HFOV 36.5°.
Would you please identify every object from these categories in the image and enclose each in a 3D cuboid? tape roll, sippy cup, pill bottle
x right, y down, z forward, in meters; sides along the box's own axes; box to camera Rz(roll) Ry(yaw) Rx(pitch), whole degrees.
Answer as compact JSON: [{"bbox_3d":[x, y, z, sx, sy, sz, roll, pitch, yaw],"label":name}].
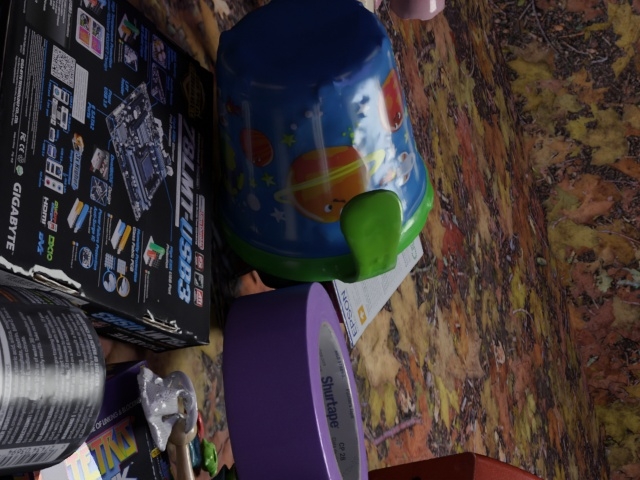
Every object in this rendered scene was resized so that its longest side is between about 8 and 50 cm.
[{"bbox_3d":[-0.020,0.186,1.034,0.275,0.090,0.274,-12,90,-81],"label":"tape roll"},{"bbox_3d":[-0.007,-0.116,0.986,0.240,0.305,0.224,-47,146,-33],"label":"sippy cup"},{"bbox_3d":[-0.254,0.084,0.586,0.246,0.130,0.130,16,67,-63],"label":"pill bottle"}]

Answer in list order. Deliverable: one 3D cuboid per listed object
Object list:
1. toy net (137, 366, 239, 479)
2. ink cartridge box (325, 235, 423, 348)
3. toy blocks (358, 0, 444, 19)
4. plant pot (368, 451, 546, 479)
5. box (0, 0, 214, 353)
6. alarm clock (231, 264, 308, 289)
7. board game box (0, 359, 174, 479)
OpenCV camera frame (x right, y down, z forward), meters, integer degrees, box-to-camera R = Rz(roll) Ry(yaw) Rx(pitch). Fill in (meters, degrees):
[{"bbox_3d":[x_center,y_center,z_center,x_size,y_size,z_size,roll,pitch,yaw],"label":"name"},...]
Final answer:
[{"bbox_3d":[-0.111,0.177,0.889,0.122,0.045,0.232,-98,175,-46],"label":"toy net"},{"bbox_3d":[0.030,-0.063,1.341,0.330,0.071,0.324,-43,120,-58],"label":"ink cartridge box"},{"bbox_3d":[0.037,-0.370,1.277,0.260,0.309,0.288,84,22,-45],"label":"toy blocks"},{"bbox_3d":[0.180,0.429,1.291,0.236,0.267,0.267,48,38,-32],"label":"plant pot"},{"bbox_3d":[-0.196,-0.075,0.841,0.293,0.073,0.295,35,50,-59],"label":"box"},{"bbox_3d":[0.000,0.000,1.098,0.064,0.192,0.129,60,30,-14],"label":"alarm clock"},{"bbox_3d":[-0.189,0.190,0.792,0.170,0.048,0.141,-27,108,-65],"label":"board game box"}]
